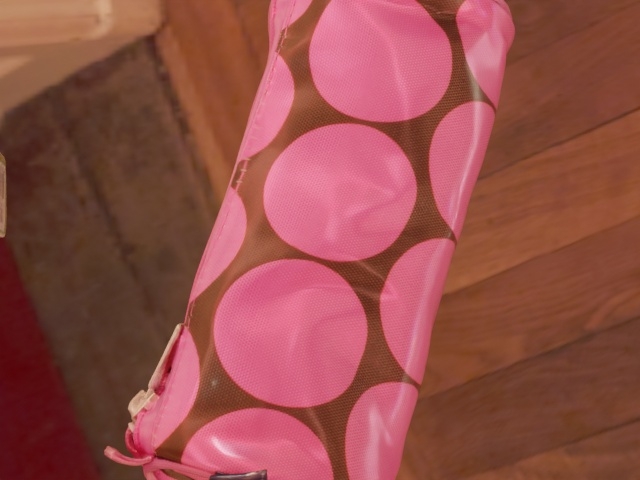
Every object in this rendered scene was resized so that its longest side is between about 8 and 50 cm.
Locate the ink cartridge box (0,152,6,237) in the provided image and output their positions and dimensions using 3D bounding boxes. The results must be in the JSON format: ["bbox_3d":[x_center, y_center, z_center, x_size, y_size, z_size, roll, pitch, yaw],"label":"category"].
[{"bbox_3d":[-0.324,-0.037,1.161,0.209,0.109,0.062,0,82,-2],"label":"ink cartridge box"}]

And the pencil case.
[{"bbox_3d":[0.000,0.000,0.611,0.098,0.095,0.209,18,71,-3],"label":"pencil case"}]
